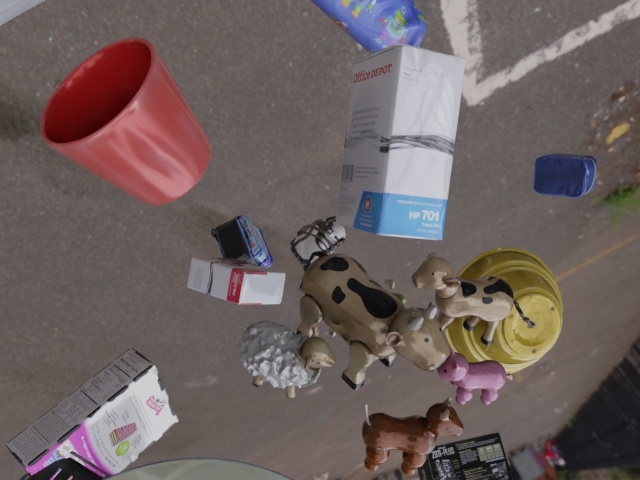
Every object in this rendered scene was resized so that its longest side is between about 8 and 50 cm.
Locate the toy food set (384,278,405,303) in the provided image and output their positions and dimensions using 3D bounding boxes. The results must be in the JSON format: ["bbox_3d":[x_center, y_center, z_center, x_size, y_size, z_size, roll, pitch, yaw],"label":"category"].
[{"bbox_3d":[0.179,0.186,1.451,0.038,0.192,0.132,0,179,-3],"label":"toy food set"}]

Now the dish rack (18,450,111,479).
[{"bbox_3d":[-0.185,0.298,0.502,0.208,0.271,0.074,-52,161,-42],"label":"dish rack"}]

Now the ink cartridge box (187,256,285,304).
[{"bbox_3d":[-0.159,0.074,1.146,0.109,0.150,0.063,5,96,-51],"label":"ink cartridge box"}]

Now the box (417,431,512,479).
[{"bbox_3d":[0.309,0.504,1.312,0.180,0.148,0.077,-7,160,-17],"label":"box"}]

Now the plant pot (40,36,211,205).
[{"bbox_3d":[-0.363,-0.214,1.212,0.274,0.275,0.243,-32,137,6],"label":"plant pot"}]

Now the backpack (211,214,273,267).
[{"bbox_3d":[-0.195,0.036,1.636,0.116,0.158,0.173,-28,145,5],"label":"backpack"}]

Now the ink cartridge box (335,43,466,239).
[{"bbox_3d":[0.082,-0.103,0.678,0.082,0.191,0.139,6,-175,-18],"label":"ink cartridge box"}]

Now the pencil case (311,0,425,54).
[{"bbox_3d":[0.064,-0.441,1.087,0.306,0.119,0.133,29,101,-40],"label":"pencil case"}]

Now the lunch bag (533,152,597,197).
[{"bbox_3d":[0.405,-0.110,1.022,0.065,0.098,0.067,-15,112,-48],"label":"lunch bag"}]

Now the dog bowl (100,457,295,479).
[{"bbox_3d":[-0.073,0.261,0.324,0.264,0.265,0.104,-20,142,-17],"label":"dog bowl"}]

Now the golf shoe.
[{"bbox_3d":[0.000,0.000,1.173,0.093,0.077,0.198,-31,-161,16],"label":"golf shoe"}]

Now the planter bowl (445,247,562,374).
[{"bbox_3d":[0.315,0.124,0.978,0.217,0.217,0.090,-24,-168,-10],"label":"planter bowl"}]

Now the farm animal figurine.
[{"bbox_3d":[0.105,0.111,0.813,0.330,0.326,0.172,-47,157,-45],"label":"farm animal figurine"}]

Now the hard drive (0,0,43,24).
[{"bbox_3d":[-0.427,-0.397,0.629,0.047,0.233,0.353,-31,116,28],"label":"hard drive"}]

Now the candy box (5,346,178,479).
[{"bbox_3d":[-0.356,0.308,0.988,0.233,0.071,0.159,-38,138,-34],"label":"candy box"}]
